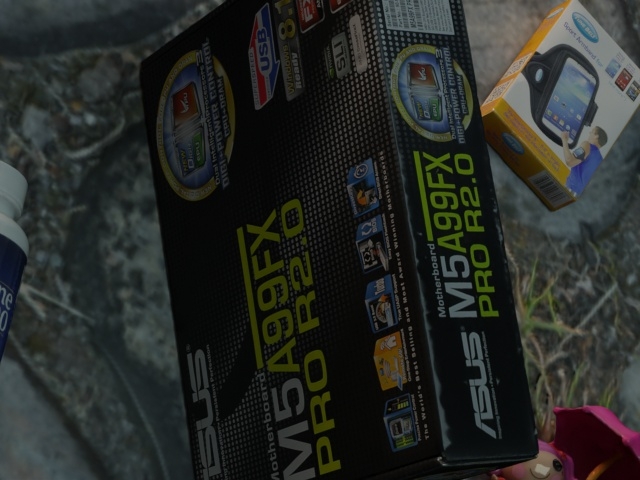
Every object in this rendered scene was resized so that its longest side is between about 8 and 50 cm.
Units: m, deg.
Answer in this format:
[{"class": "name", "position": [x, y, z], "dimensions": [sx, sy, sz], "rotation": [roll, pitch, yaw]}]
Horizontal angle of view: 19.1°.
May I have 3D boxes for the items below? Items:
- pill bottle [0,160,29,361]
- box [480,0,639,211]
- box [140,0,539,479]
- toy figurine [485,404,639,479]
[{"class": "pill bottle", "position": [-0.180, 0.020, 0.928], "dimensions": [0.067, 0.067, 0.120], "rotation": [23, 63, -26]}, {"class": "box", "position": [0.159, -0.093, 1.220], "dimensions": [0.081, 0.028, 0.136], "rotation": [45, 57, -13]}, {"class": "box", "position": [0.000, 0.000, 0.964], "dimensions": [0.060, 0.216, 0.270], "rotation": [1, 74, -35]}, {"class": "toy figurine", "position": [0.129, 0.163, 1.082], "dimensions": [0.173, 0.130, 0.159], "rotation": [15, 49, -3]}]
